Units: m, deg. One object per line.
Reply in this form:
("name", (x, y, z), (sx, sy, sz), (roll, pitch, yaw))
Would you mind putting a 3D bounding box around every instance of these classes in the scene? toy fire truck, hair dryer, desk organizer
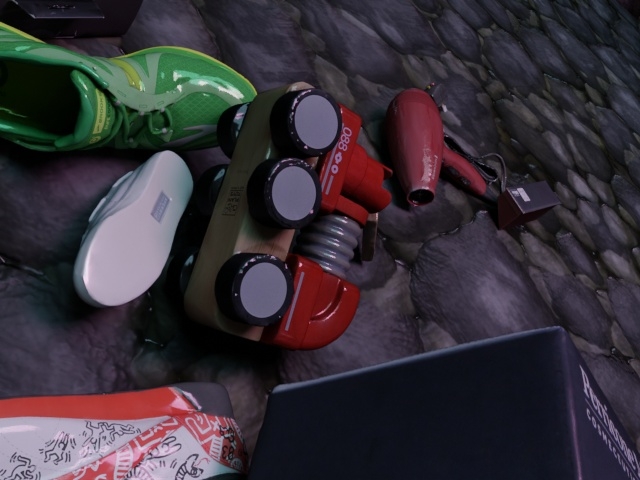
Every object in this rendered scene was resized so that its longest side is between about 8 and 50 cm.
("toy fire truck", (0.000, 0.000, 0.613), (0.246, 0.159, 0.216), (24, 77, -36))
("hair dryer", (0.187, -0.128, 0.928), (0.223, 0.080, 0.293), (50, 41, 3))
("desk organizer", (0.316, -0.055, 1.000), (0.130, 0.050, 0.047), (-12, 67, -45))

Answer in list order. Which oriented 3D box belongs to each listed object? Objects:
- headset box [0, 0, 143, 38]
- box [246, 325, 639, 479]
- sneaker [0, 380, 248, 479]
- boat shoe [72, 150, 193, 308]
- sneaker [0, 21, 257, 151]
("headset box", (-0.318, -0.320, 0.627), (0.218, 0.110, 0.293), (-23, 74, -48))
("box", (0.091, 0.300, 0.329), (0.293, 0.212, 0.395), (50, 35, -31))
("sneaker", (-0.152, 0.173, 0.383), (0.270, 0.090, 0.144), (3, 54, -42))
("boat shoe", (-0.167, -0.011, 0.543), (0.066, 0.063, 0.184), (50, 32, -34))
("sneaker", (-0.191, -0.114, 0.558), (0.296, 0.109, 0.123), (1, 35, -31))
